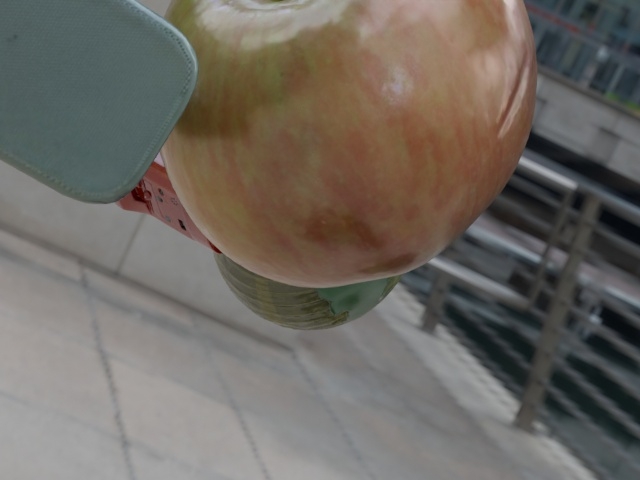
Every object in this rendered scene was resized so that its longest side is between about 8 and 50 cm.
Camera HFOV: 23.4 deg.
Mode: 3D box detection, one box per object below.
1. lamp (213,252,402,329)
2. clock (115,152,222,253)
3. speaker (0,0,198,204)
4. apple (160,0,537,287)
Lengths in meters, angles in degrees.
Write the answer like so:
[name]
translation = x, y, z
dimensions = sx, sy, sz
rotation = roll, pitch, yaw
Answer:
[lamp]
translation = 0.000, 0.000, 1.851
dimensions = 0.250, 0.250, 0.284
rotation = 30, -15, 32
[clock]
translation = -0.168, -0.051, 1.721
dimensions = 0.155, 0.061, 0.113
rotation = 27, -30, 30
[speaker]
translation = -0.318, -0.202, 1.324
dimensions = 0.406, 0.183, 0.184
rotation = 31, -1, -22
[apple]
translation = 0.024, -0.143, 1.543
dimensions = 0.391, 0.391, 0.346
rotation = 35, -25, 53
